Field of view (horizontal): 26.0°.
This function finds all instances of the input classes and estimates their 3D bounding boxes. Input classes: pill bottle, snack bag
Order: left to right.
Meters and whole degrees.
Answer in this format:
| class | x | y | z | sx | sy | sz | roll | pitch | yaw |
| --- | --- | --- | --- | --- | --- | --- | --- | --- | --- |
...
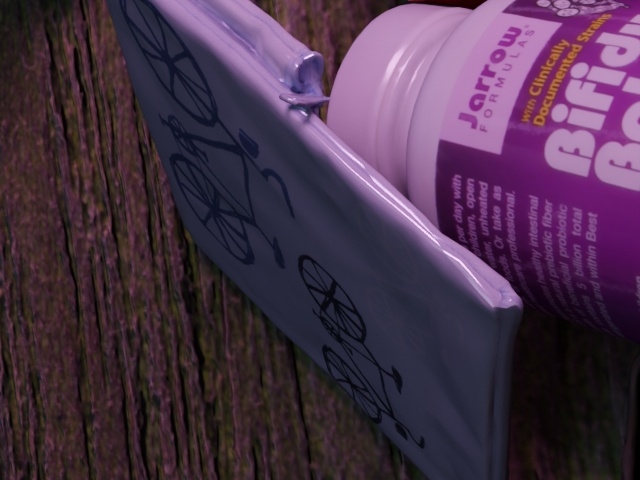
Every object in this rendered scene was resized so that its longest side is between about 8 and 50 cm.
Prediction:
| class | x | y | z | sx | sy | sz | roll | pitch | yaw |
| --- | --- | --- | --- | --- | --- | --- | --- | --- | --- |
| snack bag | 0.000 | 0.000 | 0.791 | 0.342 | 0.037 | 0.323 | 44 | 161 | 28 |
| pill bottle | 0.151 | -0.039 | 0.697 | 0.301 | 0.169 | 0.169 | 18 | 104 | 41 |

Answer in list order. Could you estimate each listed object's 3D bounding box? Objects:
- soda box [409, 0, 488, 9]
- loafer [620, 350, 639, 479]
| class | x | y | z | sx | sy | sz | roll | pitch | yaw |
| --- | --- | --- | --- | --- | --- | --- | --- | --- | --- |
| soda box | 0.040 | -0.266 | 0.829 | 0.092 | 0.083 | 0.263 | -42 | 67 | 33 |
| loafer | 0.188 | 0.174 | 0.742 | 0.096 | 0.084 | 0.268 | 2 | 95 | 38 |
